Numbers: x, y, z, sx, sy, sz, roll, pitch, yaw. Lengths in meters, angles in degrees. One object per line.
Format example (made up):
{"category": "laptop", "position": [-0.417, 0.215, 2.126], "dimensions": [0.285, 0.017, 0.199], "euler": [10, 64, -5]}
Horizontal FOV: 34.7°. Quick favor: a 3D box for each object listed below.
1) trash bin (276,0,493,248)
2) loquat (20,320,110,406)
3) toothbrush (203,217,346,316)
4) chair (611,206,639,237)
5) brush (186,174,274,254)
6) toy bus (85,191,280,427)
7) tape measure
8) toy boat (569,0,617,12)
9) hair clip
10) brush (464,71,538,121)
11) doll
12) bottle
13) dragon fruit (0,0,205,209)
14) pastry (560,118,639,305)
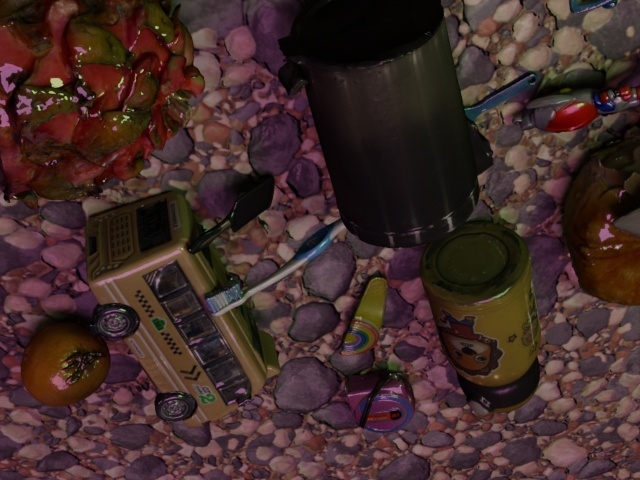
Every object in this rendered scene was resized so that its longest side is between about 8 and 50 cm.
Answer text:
{"category": "trash bin", "position": [0.092, -0.166, 1.347], "dimensions": [0.252, 0.203, 0.301], "euler": [-24, 131, -6]}
{"category": "loquat", "position": [-0.409, 0.198, 1.644], "dimensions": [0.141, 0.141, 0.141], "euler": [-4, 132, -5]}
{"category": "toothbrush", "position": [0.002, 0.004, 1.500], "dimensions": [0.386, 0.040, 0.040], "euler": [-30, 133, -12]}
{"category": "chair", "position": [0.557, -0.036, 1.336], "dimensions": [0.160, 0.186, 0.319], "euler": [19, 132, -29]}
{"category": "brush", "position": [-0.126, -0.029, 1.468], "dimensions": [0.016, 0.193, 0.062], "euler": [29, 135, 25]}
{"category": "toy bus", "position": [-0.214, 0.114, 1.569], "dimensions": [0.202, 0.177, 0.365], "euler": [-22, 130, 4]}
{"category": "tape measure", "position": [0.109, 0.284, 1.838], "dimensions": [0.118, 0.074, 0.125], "euler": [-8, 128, 7]}
{"category": "toy boat", "position": [0.387, -0.373, 1.256], "dimensions": [0.109, 0.098, 0.238], "euler": [35, 129, -3]}
{"category": "hair clip", "position": [0.079, 0.134, 1.724], "dimensions": [0.060, 0.033, 0.188], "euler": [5, 131, -13]}
{"category": "brush", "position": [0.237, -0.194, 1.467], "dimensions": [0.164, 0.014, 0.051], "euler": [-31, 130, 17]}
{"category": "doll", "position": [0.365, -0.188, 1.443], "dimensions": [0.195, 0.104, 0.062], "euler": [-11, 94, 22]}
{"category": "bottle", "position": [0.277, 0.148, 1.673], "dimensions": [0.172, 0.171, 0.351], "euler": [-16, 132, 6]}
{"category": "dragon fruit", "position": [-0.276, -0.212, 1.218], "dimensions": [0.263, 0.296, 0.314], "euler": [-14, 159, -17]}
{"category": "pastry", "position": [0.525, -0.031, 1.573], "dimensions": [0.330, 0.136, 0.329], "euler": [-4, 131, -5]}
